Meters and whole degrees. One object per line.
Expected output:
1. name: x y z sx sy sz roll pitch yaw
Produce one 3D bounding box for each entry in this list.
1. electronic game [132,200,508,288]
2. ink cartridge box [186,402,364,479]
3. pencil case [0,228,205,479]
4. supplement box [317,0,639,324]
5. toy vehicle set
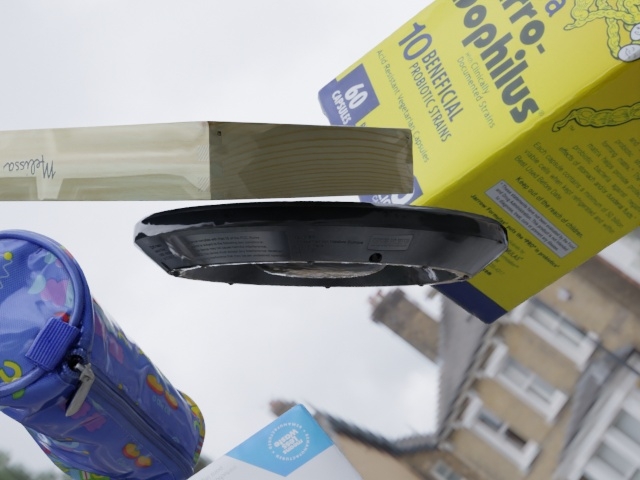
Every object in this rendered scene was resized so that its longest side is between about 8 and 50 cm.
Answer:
1. electronic game: 0.000 0.000 0.832 0.229 0.229 0.048 18 -108 -71
2. ink cartridge box: 0.001 0.089 0.346 0.048 0.083 0.028 -34 -31 -14
3. pencil case: -0.178 0.109 1.004 0.119 0.133 0.306 -50 -27 -14
4. supplement box: 0.207 -0.125 1.175 0.356 0.194 0.195 -36 -42 19
5. toy vehicle set: -0.105 -0.040 0.726 0.166 0.266 0.035 -4 -86 -53
